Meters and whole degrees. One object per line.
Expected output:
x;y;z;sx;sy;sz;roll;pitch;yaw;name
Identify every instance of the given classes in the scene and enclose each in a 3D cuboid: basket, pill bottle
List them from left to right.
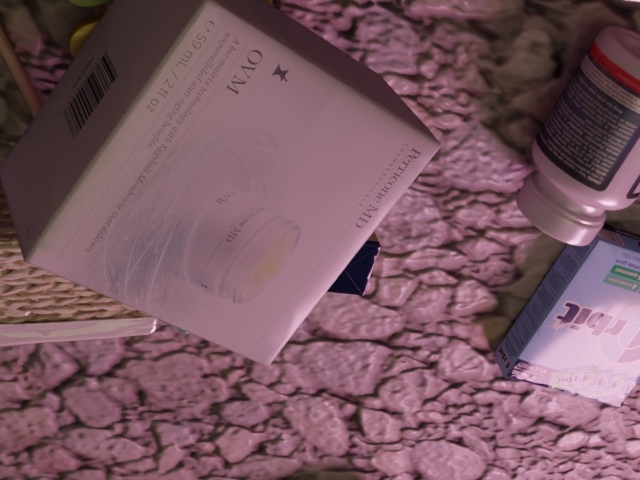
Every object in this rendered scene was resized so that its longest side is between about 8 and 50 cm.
-0.227;0.015;1.072;0.167;0.113;0.103;-4;123;-13;basket
0.253;-0.090;1.125;0.108;0.108;0.180;16;120;-24;pill bottle

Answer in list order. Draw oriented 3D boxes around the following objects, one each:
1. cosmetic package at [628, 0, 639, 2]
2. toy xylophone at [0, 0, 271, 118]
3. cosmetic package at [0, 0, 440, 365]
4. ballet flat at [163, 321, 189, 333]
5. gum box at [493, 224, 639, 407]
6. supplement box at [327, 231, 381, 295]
0.258;-0.268;0.973;0.296;0.153;0.129;5;124;-19;cosmetic package
-0.144;-0.165;0.985;0.236;0.081;0.323;-24;127;4;toy xylophone
-0.076;-0.059;0.932;0.224;0.138;0.224;27;108;-35;cosmetic package
-0.163;0.052;1.168;0.114;0.041;0.041;22;117;-27;ballet flat
0.293;0.079;1.298;0.157;0.041;0.184;17;120;-25;gum box
0.000;0.000;1.138;0.083;0.083;0.056;7;123;-19;supplement box
